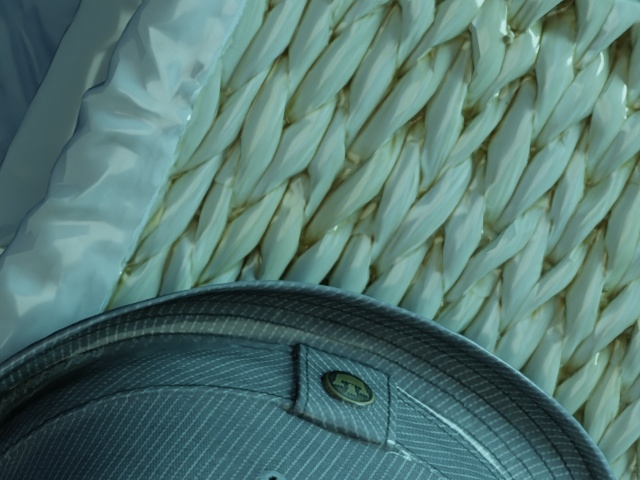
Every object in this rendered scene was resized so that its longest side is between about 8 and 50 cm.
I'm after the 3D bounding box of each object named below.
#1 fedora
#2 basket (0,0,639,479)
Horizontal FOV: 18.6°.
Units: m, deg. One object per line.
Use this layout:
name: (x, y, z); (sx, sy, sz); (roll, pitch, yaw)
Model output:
fedora: (-0.014, 0.145, 0.626); (0.275, 0.124, 0.244); (32, 103, -18)
basket: (0.000, 0.000, 0.812); (0.266, 0.328, 0.331); (27, 103, -12)
